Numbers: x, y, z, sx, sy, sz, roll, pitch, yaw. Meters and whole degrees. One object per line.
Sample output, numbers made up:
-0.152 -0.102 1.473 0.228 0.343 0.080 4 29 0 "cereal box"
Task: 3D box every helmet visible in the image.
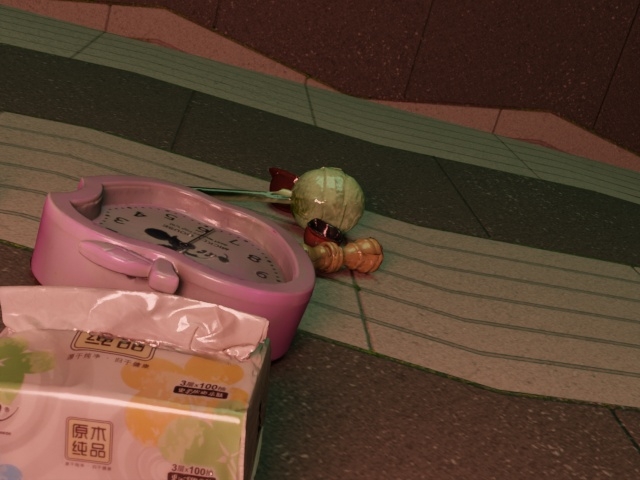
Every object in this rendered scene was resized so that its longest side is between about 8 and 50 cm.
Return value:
-0.001 0.001 1.468 0.065 0.049 0.084 29 16 1 "helmet"
-0.060 -0.081 1.650 0.111 0.057 0.089 21 -18 32 "helmet"

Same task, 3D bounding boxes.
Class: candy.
-0.139 -0.078 1.527 0.440 0.119 0.119 4 21 -14 "candy"

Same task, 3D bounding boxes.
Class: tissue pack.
-0.160 0.113 0.745 0.229 0.145 0.159 6 18 3 "tissue pack"

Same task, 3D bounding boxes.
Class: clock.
-0.172 0.029 1.122 0.338 0.102 0.338 19 16 -6 "clock"

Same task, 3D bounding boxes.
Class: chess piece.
0.017 0.026 1.403 0.172 0.060 0.060 -3 26 -41 "chess piece"

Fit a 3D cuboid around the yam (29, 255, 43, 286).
-0.307 0.070 1.042 0.029 0.027 0.234 53 -6 -33 "yam"
